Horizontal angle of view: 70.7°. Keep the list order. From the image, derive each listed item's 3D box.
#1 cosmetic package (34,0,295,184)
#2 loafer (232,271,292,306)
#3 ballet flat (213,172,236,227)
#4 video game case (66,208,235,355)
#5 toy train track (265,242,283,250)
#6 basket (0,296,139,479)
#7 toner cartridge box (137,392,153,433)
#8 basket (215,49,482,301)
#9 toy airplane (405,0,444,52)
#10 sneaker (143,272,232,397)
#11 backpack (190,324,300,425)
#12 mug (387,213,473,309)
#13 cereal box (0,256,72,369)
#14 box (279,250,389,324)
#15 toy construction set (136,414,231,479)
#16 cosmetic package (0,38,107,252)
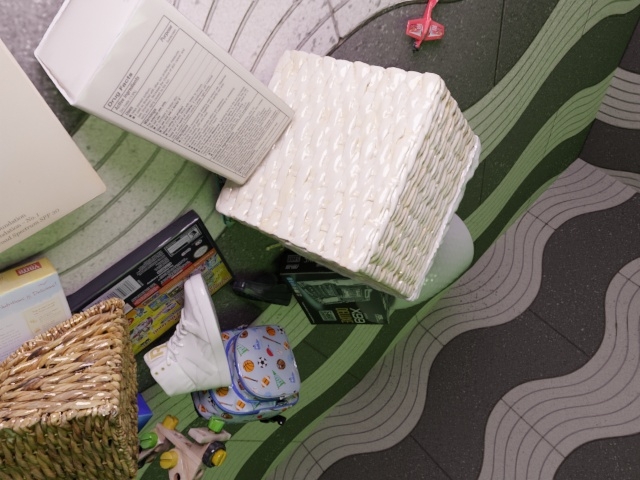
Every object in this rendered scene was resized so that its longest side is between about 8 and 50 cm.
[{"bbox_3d":[-0.185,-0.206,0.609,0.153,0.129,0.296,-50,153,9],"label":"cosmetic package"},{"bbox_3d":[-0.146,0.119,1.163,0.223,0.076,0.079,26,70,-58],"label":"loafer"},{"bbox_3d":[-0.161,-0.091,0.849,0.070,0.070,0.189,-34,150,-23],"label":"ballet flat"},{"bbox_3d":[-0.321,0.095,0.913,0.274,0.035,0.248,-39,151,-16],"label":"video game case"},{"bbox_3d":[-0.103,0.013,1.135,0.083,0.014,0.048,-15,139,-44],"label":"toy train track"},{"bbox_3d":[-0.439,0.278,0.782,0.213,0.223,0.299,-4,136,-18],"label":"basket"},{"bbox_3d":[-0.552,0.428,0.977,0.165,0.075,0.347,-52,152,6],"label":"toner cartridge box"},{"bbox_3d":[0.055,-0.114,0.792,0.266,0.328,0.332,29,84,-59],"label":"basket"},{"bbox_3d":[0.225,-0.471,0.949,0.151,0.028,0.151,-36,151,-24],"label":"toy airplane"},{"bbox_3d":[-0.292,0.215,0.951,0.169,0.108,0.293,-11,118,-13],"label":"sneaker"},{"bbox_3d":[-0.197,0.346,1.171,0.263,0.277,0.213,-1,145,-37],"label":"backpack"},{"bbox_3d":[0.262,0.079,1.496,0.328,0.276,0.374,-31,-178,-33],"label":"mug"},{"bbox_3d":[-0.485,0.151,0.710,0.172,0.047,0.240,-27,145,-36],"label":"cereal box"},{"bbox_3d":[0.053,0.136,1.248,0.308,0.242,0.077,67,26,-52],"label":"box"},{"bbox_3d":[-0.361,0.481,1.046,0.308,0.257,0.237,32,88,-35],"label":"toy construction set"},{"bbox_3d":[-0.374,-0.138,0.452,0.160,0.113,0.310,-37,152,-17],"label":"cosmetic package"}]
